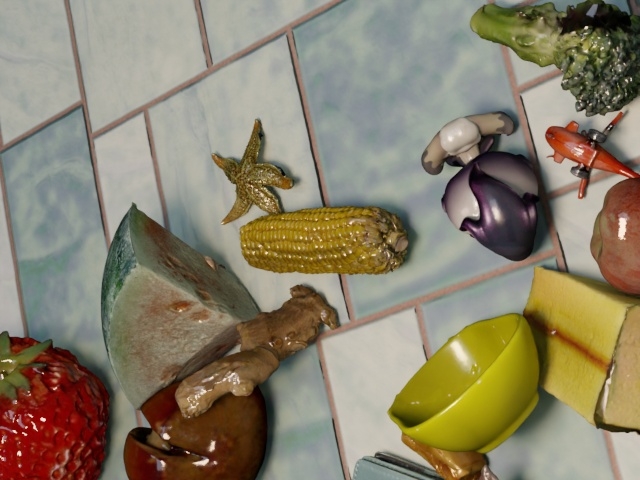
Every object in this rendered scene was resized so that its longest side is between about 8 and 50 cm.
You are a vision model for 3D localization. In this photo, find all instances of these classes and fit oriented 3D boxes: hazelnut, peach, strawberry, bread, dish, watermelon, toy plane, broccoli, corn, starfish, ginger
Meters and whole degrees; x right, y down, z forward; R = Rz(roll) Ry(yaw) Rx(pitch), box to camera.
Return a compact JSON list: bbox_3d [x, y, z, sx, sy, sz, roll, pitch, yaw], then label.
[{"bbox_3d":[-0.192,0.314,2.055,0.217,0.217,0.251,35,87,35],"label":"hazelnut"},{"bbox_3d":[0.420,-0.010,1.626,0.152,0.152,0.152,-4,84,38],"label":"peach"},{"bbox_3d":[-0.494,0.330,2.277,0.291,0.310,0.292,-19,47,22],"label":"strawberry"},{"bbox_3d":[0.175,0.295,1.837,0.132,0.074,0.053,42,122,36],"label":"bread"},{"bbox_3d":[0.209,0.212,1.745,0.221,0.262,0.108,-44,97,-12],"label":"dish"},{"bbox_3d":[-0.224,0.116,2.085,0.228,0.258,0.387,-90,-1,-46],"label":"watermelon"},{"bbox_3d":[0.380,-0.095,1.710,0.126,0.077,0.194,-49,66,27],"label":"toy plane"},{"bbox_3d":[0.391,0.138,1.700,0.264,0.163,0.168,-141,62,-68],"label":"bread"},{"bbox_3d":[0.312,-0.267,1.741,0.304,0.165,0.146,35,109,51],"label":"broccoli"},{"bbox_3d":[0.000,0.000,1.980,0.317,0.115,0.115,-2,85,39],"label":"corn"},{"bbox_3d":[-0.119,-0.089,2.128,0.208,0.053,0.176,52,127,36],"label":"starfish"},{"bbox_3d":[-0.102,0.170,1.970,0.122,0.290,0.084,38,151,26],"label":"ginger"}]

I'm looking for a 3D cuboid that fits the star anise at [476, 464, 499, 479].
[{"bbox_3d":[0.246,0.446,1.731,0.218,0.148,0.227,86,160,-50],"label":"star anise"}]

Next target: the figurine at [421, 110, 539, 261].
[{"bbox_3d":[0.236,-0.076,1.784,0.145,0.145,0.222,-39,62,29],"label":"figurine"}]

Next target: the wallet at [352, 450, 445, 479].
[{"bbox_3d":[0.108,0.451,1.879,0.176,0.075,0.250,15,96,32],"label":"wallet"}]
